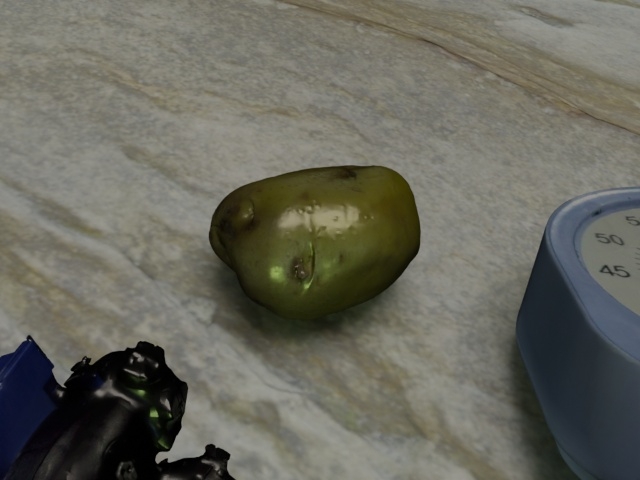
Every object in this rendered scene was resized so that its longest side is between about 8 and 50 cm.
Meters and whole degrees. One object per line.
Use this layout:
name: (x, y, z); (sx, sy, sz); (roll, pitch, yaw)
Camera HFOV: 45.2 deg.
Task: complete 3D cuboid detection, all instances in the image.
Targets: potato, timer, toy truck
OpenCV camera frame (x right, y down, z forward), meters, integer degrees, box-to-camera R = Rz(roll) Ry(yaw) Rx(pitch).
potato: (0.000, -0.005, 0.726); (0.200, 0.137, 0.154); (-9, 46, -22)
timer: (0.365, 0.062, 0.682); (0.395, 0.173, 0.395); (4, 30, -2)
toy truck: (-0.159, 0.175, 0.453); (0.177, 0.213, 0.161); (-16, 24, 22)
